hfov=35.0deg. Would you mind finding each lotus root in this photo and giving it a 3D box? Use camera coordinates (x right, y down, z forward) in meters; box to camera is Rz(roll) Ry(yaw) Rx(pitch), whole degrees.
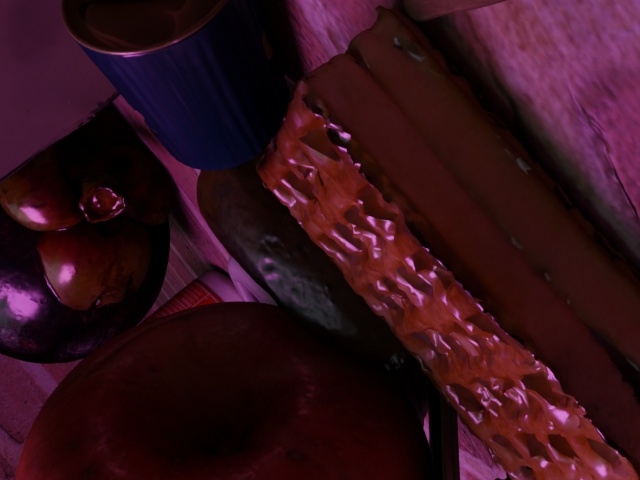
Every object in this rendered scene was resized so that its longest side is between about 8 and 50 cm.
[{"bbox_3d":[0.000,0.000,0.809,0.241,0.123,0.124,42,-172,12],"label":"lotus root"}]

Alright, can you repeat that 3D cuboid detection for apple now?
[{"bbox_3d":[-0.078,0.241,0.871,0.364,0.364,0.364,46,165,16],"label":"apple"}]

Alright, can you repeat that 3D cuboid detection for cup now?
[{"bbox_3d":[-0.098,-0.153,0.748,0.155,0.131,0.177,64,-170,-54],"label":"cup"}]

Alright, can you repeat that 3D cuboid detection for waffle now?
[{"bbox_3d":[0.092,0.018,0.640,0.308,0.091,0.213,49,165,0],"label":"waffle"}]

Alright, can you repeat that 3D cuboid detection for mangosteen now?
[{"bbox_3d":[-0.397,-0.027,1.493,0.382,0.382,0.435,47,149,11],"label":"mangosteen"}]

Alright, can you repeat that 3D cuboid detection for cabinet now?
[{"bbox_3d":[-0.340,-0.275,0.935,0.318,0.227,0.290,40,163,43],"label":"cabinet"}]

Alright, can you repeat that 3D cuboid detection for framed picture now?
[{"bbox_3d":[0.111,0.195,0.902,0.296,0.019,0.232,81,-171,-64],"label":"framed picture"}]

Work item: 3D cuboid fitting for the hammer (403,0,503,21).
[{"bbox_3d":[0.090,-0.116,0.460,0.062,0.013,0.199,55,165,-17],"label":"hammer"}]

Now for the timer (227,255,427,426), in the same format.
[{"bbox_3d":[0.014,0.111,1.112,0.262,0.087,0.237,42,164,27],"label":"timer"}]

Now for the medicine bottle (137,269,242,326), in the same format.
[{"bbox_3d":[-0.191,0.210,1.668,0.252,0.241,0.252,47,166,16],"label":"medicine bottle"}]

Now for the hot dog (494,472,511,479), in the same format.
[{"bbox_3d":[0.195,0.249,0.822,0.153,0.150,0.257,32,160,23],"label":"hot dog"}]
